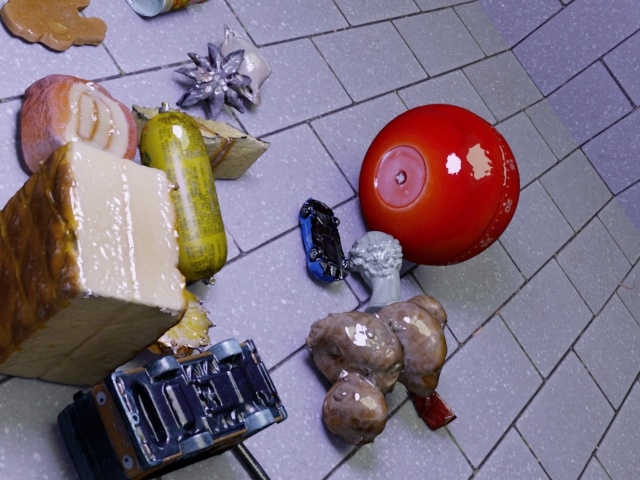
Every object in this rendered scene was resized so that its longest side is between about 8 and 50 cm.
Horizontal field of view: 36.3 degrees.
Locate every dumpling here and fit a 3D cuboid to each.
[{"bbox_3d":[-0.175,-0.399,2.228,0.136,0.118,0.199,-45,117,-73],"label":"dumpling"}]

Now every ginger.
[{"bbox_3d":[0.128,0.230,1.952,0.375,0.176,0.256,-26,83,-38],"label":"ginger"}]

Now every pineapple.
[{"bbox_3d":[-0.272,0.131,1.664,0.221,0.047,0.221,28,25,-15],"label":"pineapple"}]

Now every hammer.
[{"bbox_3d":[-0.089,0.421,1.691,0.246,0.029,0.103,54,35,3],"label":"hammer"}]

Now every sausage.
[{"bbox_3d":[-0.251,-0.082,1.780,0.123,0.123,0.347,-20,99,-55],"label":"sausage"}]

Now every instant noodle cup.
[{"bbox_3d":[-0.338,-0.578,2.159,0.168,0.168,0.185,51,42,-5],"label":"instant noodle cup"}]

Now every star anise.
[{"bbox_3d":[-0.224,-0.338,2.106,0.204,0.061,0.181,-24,102,-32],"label":"star anise"}]

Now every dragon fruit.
[{"bbox_3d":[0.226,0.345,2.118,0.131,0.063,0.097,51,-1,-11],"label":"dragon fruit"}]

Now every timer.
[{"bbox_3d":[0.266,-0.129,2.271,0.279,0.378,0.378,11,52,-50],"label":"timer"}]

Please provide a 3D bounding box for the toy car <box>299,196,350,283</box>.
[{"bbox_3d":[0.000,0.000,2.126,0.103,0.063,0.216,23,39,-37],"label":"toy car"}]

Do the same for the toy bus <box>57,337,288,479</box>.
[{"bbox_3d":[-0.226,0.273,1.510,0.323,0.194,0.162,-7,67,-55],"label":"toy bus"}]

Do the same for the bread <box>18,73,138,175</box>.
[{"bbox_3d":[-0.426,-0.172,1.721,0.190,0.123,0.244,24,45,-38],"label":"bread"}]

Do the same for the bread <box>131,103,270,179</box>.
[{"bbox_3d":[-0.241,-0.193,1.972,0.266,0.178,0.142,-3,100,-46],"label":"bread"}]

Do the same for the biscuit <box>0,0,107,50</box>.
[{"bbox_3d":[-0.523,-0.435,1.909,0.144,0.040,0.236,52,35,9],"label":"biscuit"}]

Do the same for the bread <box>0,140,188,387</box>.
[{"bbox_3d":[-0.364,0.043,1.472,0.207,0.279,0.279,15,53,-41],"label":"bread"}]

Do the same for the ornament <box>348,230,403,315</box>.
[{"bbox_3d":[0.143,0.111,2.142,0.120,0.130,0.285,1,59,-34],"label":"ornament"}]
